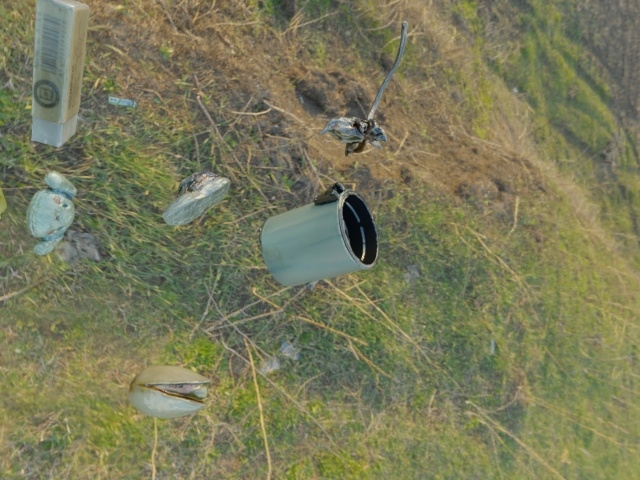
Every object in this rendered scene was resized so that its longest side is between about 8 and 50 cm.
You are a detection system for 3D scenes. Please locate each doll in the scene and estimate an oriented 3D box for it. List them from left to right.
[{"bbox_3d":[-0.662,-0.067,0.997,0.103,0.072,0.213,-12,119,-72],"label":"doll"}]

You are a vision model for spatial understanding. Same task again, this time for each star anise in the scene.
[{"bbox_3d":[0.100,-0.317,0.876,0.149,0.218,0.227,16,76,-17],"label":"star anise"}]

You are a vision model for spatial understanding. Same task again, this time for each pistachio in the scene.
[{"bbox_3d":[-0.395,0.394,1.061,0.144,0.216,0.143,-2,90,-81],"label":"pistachio"}]

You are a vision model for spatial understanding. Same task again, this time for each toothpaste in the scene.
[{"bbox_3d":[-0.606,-0.422,1.240,0.084,0.017,0.020,12,93,5],"label":"toothpaste"}]

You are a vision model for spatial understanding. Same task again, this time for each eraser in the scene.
[{"bbox_3d":[-0.652,-0.418,1.013,0.078,0.144,0.343,13,115,-20],"label":"eraser"}]

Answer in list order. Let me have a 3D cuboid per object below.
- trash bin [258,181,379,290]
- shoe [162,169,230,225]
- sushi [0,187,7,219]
[{"bbox_3d":[0.000,0.000,1.124,0.277,0.263,0.217,62,33,-20],"label":"trash bin"},{"bbox_3d":[-0.376,-0.142,1.172,0.125,0.099,0.228,45,54,8],"label":"shoe"},{"bbox_3d":[-0.805,-0.075,0.796,0.291,0.131,0.139,-10,123,-29],"label":"sushi"}]
